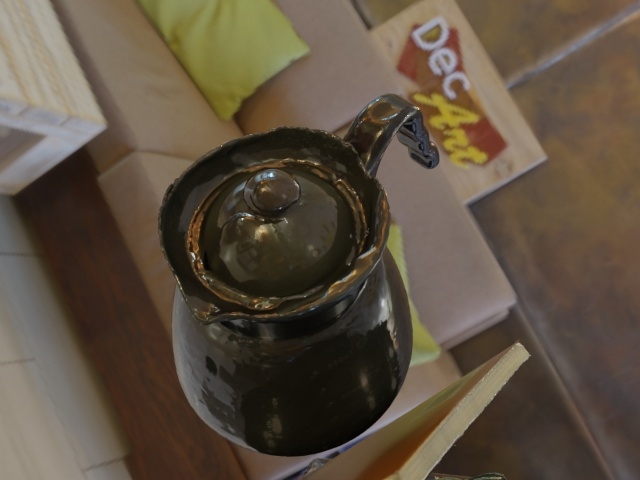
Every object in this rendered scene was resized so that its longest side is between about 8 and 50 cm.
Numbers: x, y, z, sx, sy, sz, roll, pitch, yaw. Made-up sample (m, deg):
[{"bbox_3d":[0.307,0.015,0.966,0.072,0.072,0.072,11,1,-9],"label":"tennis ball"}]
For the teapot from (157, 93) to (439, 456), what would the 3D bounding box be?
[{"bbox_3d":[0.005,0.020,0.798,0.285,0.305,0.223,83,-17,-58],"label":"teapot"}]

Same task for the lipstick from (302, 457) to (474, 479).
[{"bbox_3d":[0.119,0.316,1.152,0.299,0.081,0.081,11,41,-24],"label":"lipstick"}]

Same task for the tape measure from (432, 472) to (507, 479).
[{"bbox_3d":[0.104,0.286,0.843,0.087,0.177,0.154,42,-21,-15],"label":"tape measure"}]

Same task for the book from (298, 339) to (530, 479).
[{"bbox_3d":[0.001,0.227,0.831,0.028,0.374,0.262,53,34,5],"label":"book"}]
